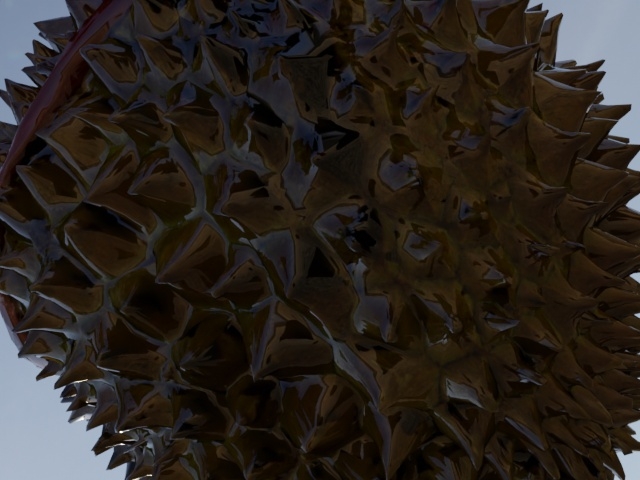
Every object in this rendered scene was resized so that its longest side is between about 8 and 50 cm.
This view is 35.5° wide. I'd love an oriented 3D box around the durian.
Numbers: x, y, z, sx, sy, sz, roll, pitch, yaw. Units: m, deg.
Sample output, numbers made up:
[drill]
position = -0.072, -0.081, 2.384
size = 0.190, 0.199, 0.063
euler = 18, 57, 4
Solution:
[durian]
position = -0.003, 0.004, 0.527
size = 0.348, 0.384, 0.347
euler = -52, -6, -7
